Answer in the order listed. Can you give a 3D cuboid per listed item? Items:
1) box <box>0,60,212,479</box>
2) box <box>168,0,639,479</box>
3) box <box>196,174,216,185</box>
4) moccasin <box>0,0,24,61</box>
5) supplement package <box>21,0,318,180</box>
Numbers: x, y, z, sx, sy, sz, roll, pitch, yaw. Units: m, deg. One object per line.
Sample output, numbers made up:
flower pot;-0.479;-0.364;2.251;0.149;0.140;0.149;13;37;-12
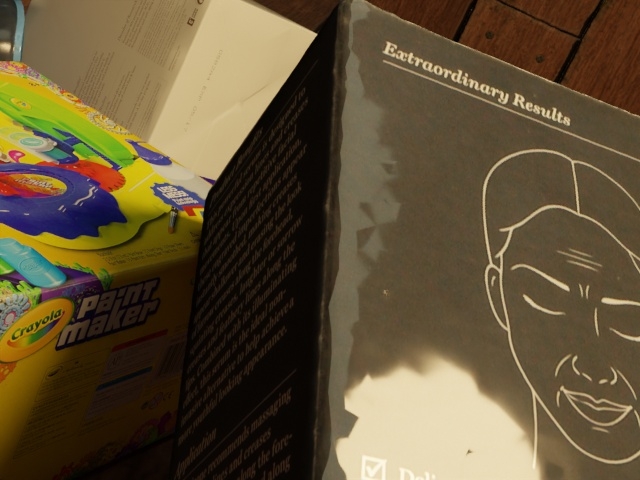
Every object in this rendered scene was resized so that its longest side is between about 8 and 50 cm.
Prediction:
box;-0.235;0.016;0.805;0.279;0.177;0.290;32;21;21
box;0.086;0.117;0.645;0.293;0.212;0.395;18;53;-19
box;-0.119;0.003;1.059;0.126;0.072;0.137;14;32;-55
moccasin;-0.403;-0.219;1.293;0.117;0.138;0.342;8;12;-28
supplement package;-0.171;-0.199;1.308;0.262;0.199;0.198;33;13;36
